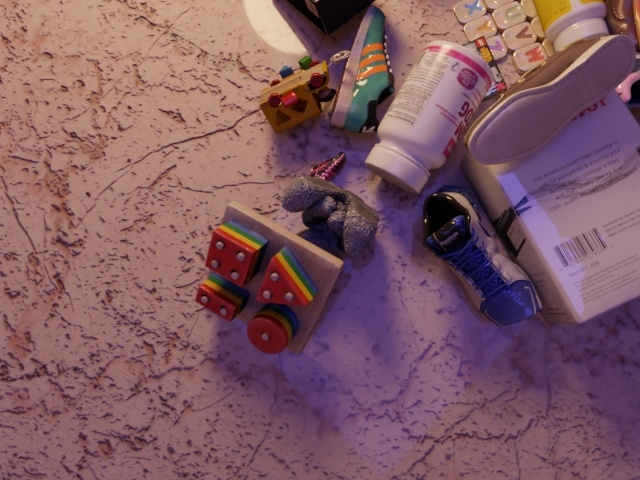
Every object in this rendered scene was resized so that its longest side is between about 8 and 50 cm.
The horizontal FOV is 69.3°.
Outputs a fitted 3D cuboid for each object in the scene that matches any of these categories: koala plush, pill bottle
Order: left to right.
[{"bbox_3d":[0.000,0.000,0.975,0.196,0.203,0.221,34,107,9],"label":"koala plush"},{"bbox_3d":[0.221,-0.251,0.973,0.161,0.160,0.282,31,94,10],"label":"pill bottle"},{"bbox_3d":[0.528,-0.502,0.987,0.119,0.119,0.208,-13,80,4],"label":"pill bottle"}]

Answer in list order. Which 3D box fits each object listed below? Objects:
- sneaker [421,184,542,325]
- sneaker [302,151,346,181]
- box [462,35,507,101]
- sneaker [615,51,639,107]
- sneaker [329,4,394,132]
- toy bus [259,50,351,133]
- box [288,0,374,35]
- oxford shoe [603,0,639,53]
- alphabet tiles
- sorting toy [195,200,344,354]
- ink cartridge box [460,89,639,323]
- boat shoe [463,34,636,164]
[{"bbox_3d":[0.284,0.029,0.904,0.128,0.182,0.315,-37,74,28],"label":"sneaker"},{"bbox_3d":[0.006,-0.163,1.050,0.119,0.047,0.057,-45,68,-3],"label":"sneaker"},{"bbox_3d":[0.349,-0.380,1.047,0.094,0.027,0.136,-22,79,11],"label":"box"},{"bbox_3d":[0.711,-0.320,0.941,0.320,0.112,0.131,-10,54,0],"label":"sneaker"},{"bbox_3d":[0.114,-0.379,1.048,0.121,0.108,0.301,17,80,-8],"label":"sneaker"},{"bbox_3d":[-0.035,-0.319,1.031,0.202,0.104,0.191,17,57,46],"label":"toy bus"},{"bbox_3d":[0.005,-0.615,1.054,0.184,0.103,0.261,-38,61,1],"label":"box"},{"bbox_3d":[0.641,-0.510,1.009,0.099,0.097,0.271,-13,73,29],"label":"oxford shoe"},{"bbox_3d":[0.467,-0.529,1.069,0.278,0.021,0.283,-21,79,2],"label":"alphabet tiles"},{"bbox_3d":[-0.121,0.096,0.925,0.256,0.089,0.257,29,123,9],"label":"sorting toy"},{"bbox_3d":[0.505,-0.073,0.918,0.286,0.166,0.394,-25,79,1],"label":"ink cartridge box"},{"bbox_3d":[0.390,-0.251,0.830,0.325,0.096,0.116,-36,118,3],"label":"boat shoe"}]
